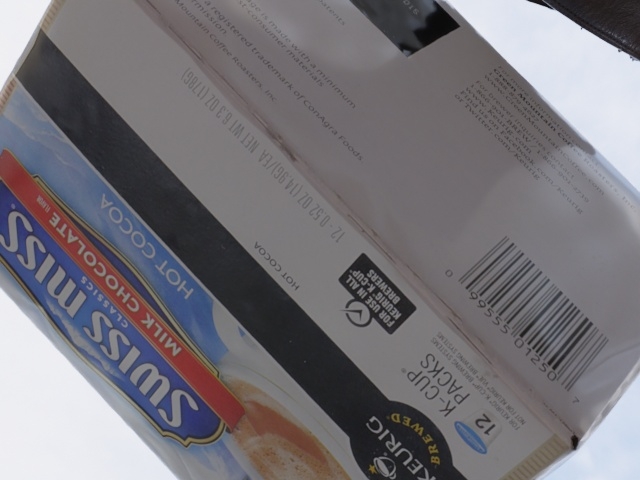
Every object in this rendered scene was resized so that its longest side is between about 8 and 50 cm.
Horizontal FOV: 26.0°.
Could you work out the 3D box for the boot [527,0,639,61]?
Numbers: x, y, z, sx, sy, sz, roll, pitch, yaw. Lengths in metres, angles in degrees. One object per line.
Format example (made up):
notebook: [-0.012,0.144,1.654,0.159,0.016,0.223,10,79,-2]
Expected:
boot: [0.169,-0.241,0.809,0.263,0.091,0.229,38,-63,-6]

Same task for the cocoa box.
cocoa box: [0.000,0.000,0.800,0.347,0.231,0.228,46,-52,6]
